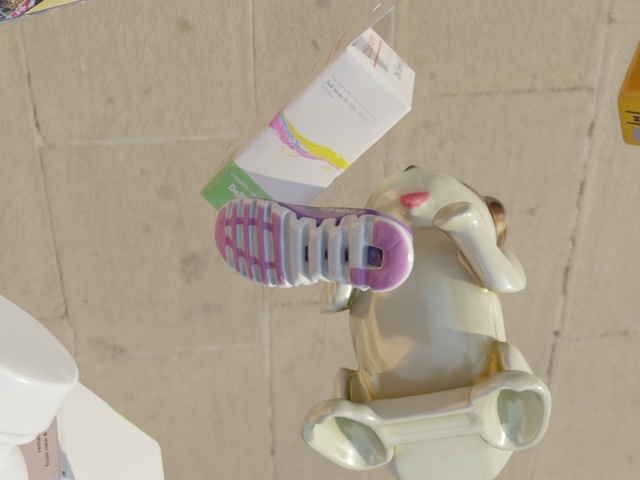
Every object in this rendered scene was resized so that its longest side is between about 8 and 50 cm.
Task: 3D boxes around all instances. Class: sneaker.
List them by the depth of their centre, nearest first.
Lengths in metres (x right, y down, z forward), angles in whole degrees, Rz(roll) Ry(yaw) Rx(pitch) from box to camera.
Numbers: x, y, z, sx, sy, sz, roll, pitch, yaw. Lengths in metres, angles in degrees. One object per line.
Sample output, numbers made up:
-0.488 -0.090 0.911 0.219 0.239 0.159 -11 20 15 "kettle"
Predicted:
0.000 0.000 1.247 0.236 0.104 0.095 8 105 21 "sneaker"

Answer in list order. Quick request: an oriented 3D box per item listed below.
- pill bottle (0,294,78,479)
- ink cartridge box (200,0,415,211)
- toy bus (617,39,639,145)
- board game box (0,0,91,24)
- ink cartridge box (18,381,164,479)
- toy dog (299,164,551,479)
-0.180 0.103 0.443 0.108 0.108 0.180 34 95 -27 "pill bottle"
0.013 -0.171 1.518 0.119 0.207 0.353 43 110 -11 "ink cartridge box"
0.510 -0.155 1.269 0.332 0.108 0.130 12 150 28 "toy bus"
-0.392 -0.347 1.370 0.243 0.042 0.165 -15 99 -6 "board game box"
-0.303 0.242 1.025 0.272 0.115 0.198 -22 144 10 "ink cartridge box"
0.154 0.089 1.459 0.284 0.408 0.395 -16 144 19 "toy dog"
